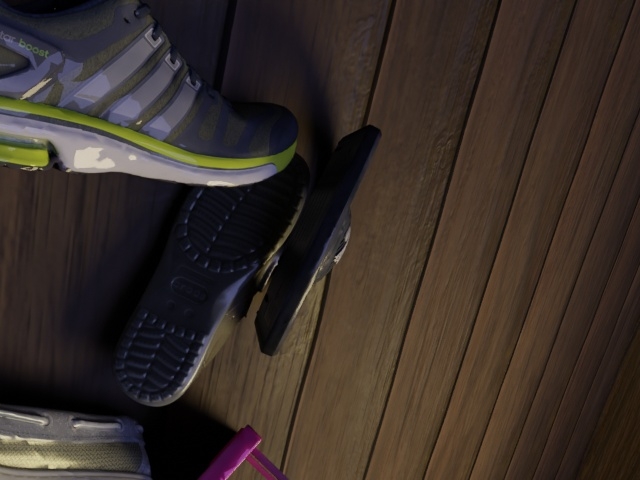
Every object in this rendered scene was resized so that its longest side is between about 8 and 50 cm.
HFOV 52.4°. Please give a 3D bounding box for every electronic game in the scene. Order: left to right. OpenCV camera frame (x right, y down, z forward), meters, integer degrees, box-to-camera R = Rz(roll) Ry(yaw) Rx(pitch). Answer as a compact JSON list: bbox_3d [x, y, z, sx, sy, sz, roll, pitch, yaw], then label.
[{"bbox_3d":[0.000,0.000,0.599,0.229,0.048,0.229,26,90,-90],"label":"electronic game"}]

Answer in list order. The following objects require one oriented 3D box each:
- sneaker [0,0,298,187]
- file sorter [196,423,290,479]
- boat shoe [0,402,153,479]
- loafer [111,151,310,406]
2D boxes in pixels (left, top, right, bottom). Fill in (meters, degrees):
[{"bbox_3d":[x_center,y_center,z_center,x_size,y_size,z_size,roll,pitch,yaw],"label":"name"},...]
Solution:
[{"bbox_3d":[-0.123,-0.106,0.443,0.300,0.111,0.121,-2,109,-50],"label":"sneaker"},{"bbox_3d":[-0.108,0.346,0.594,0.291,0.182,0.202,-46,174,-20],"label":"file sorter"},{"bbox_3d":[-0.247,0.151,0.466,0.118,0.103,0.320,-33,142,20],"label":"boat shoe"},{"bbox_3d":[-0.095,0.025,0.578,0.251,0.094,0.087,-57,175,-9],"label":"loafer"}]
